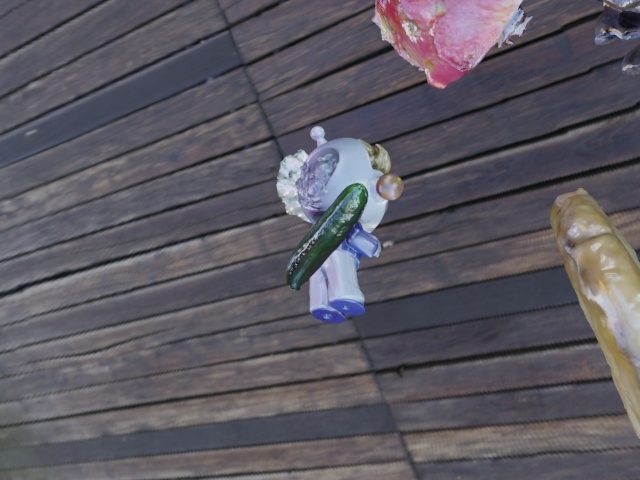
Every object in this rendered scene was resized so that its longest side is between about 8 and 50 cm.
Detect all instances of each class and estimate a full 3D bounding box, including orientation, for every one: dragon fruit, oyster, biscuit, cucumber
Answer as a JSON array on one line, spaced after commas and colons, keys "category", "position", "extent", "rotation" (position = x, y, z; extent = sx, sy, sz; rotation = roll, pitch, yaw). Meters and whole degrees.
[{"category": "dragon fruit", "position": [0.118, -0.247, 0.754], "extent": [0.126, 0.161, 0.274], "rotation": [19, 142, -18]}, {"category": "oyster", "position": [-0.007, -0.100, 1.717], "extent": [0.209, 0.072, 0.133], "rotation": [27, 94, 35]}, {"category": "biscuit", "position": [0.447, 0.130, 1.205], "extent": [0.104, 0.429, 0.446], "rotation": [-22, 96, 15]}, {"category": "cucumber", "position": [0.000, 0.000, 0.811], "extent": [0.033, 0.036, 0.184], "rotation": [60, 144, 15]}]

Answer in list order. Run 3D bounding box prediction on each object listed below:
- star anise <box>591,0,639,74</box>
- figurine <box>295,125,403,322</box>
[{"category": "star anise", "position": [0.425, -0.291, 0.948], "extent": [0.316, 0.139, 0.359], "rotation": [4, 138, 21]}, {"category": "figurine", "position": [0.021, -0.021, 1.194], "extent": [0.133, 0.274, 0.194], "rotation": [22, 169, -26]}]
